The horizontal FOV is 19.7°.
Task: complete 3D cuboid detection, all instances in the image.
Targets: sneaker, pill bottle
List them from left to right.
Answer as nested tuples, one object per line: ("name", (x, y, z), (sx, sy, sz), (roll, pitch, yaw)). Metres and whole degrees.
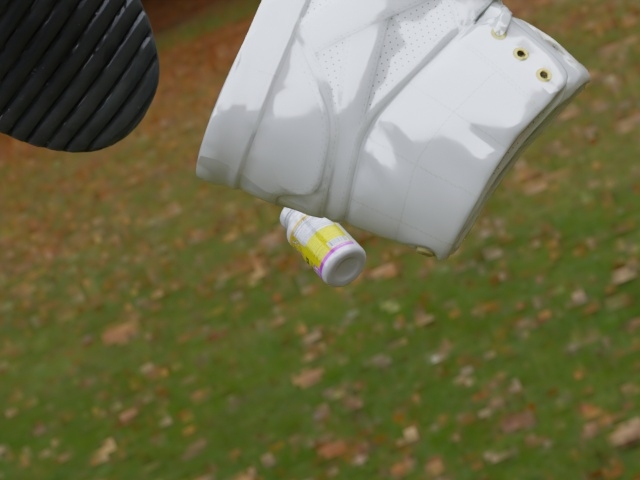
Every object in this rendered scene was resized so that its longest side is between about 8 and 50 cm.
("sneaker", (-0.211, -0.177, 0.975), (0.122, 0.330, 0.146), (-49, 2, 9))
("pill bottle", (0.000, 0.000, 1.579), (0.043, 0.043, 0.083), (-27, 50, -19))
("sneaker", (0.068, -0.132, 0.959), (0.108, 0.169, 0.292), (94, -161, -78))
